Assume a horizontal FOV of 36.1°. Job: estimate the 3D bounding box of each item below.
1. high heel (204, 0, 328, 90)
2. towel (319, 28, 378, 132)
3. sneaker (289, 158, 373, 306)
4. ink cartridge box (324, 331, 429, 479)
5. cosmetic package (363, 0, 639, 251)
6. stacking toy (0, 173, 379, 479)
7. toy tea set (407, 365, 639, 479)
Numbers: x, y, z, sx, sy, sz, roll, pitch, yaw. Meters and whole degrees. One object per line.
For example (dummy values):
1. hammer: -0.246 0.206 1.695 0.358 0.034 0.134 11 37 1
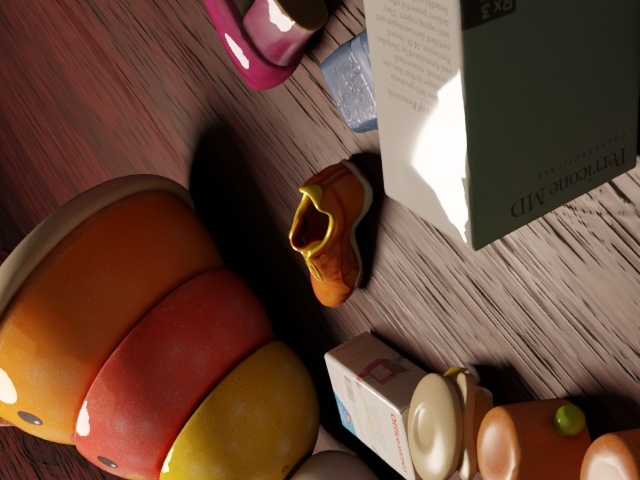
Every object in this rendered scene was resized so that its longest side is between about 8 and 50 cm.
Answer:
1. high heel: -0.090 -0.235 0.773 0.244 0.082 0.117 51 147 -2
2. towel: 0.043 -0.114 0.677 0.067 0.029 0.119 66 157 -5
3. sneaker: 0.000 0.000 0.844 0.064 0.067 0.175 47 154 32
4. ink cartridge box: 0.064 0.150 0.883 0.122 0.052 0.089 32 142 53
5. cosmetic package: 0.086 -0.123 0.464 0.085 0.117 0.231 38 147 49
6. stacking toy: -0.122 0.182 1.088 0.480 0.350 0.351 36 148 19
7. toy tea set: 0.173 0.195 0.671 0.336 0.124 0.200 170 104 -70
